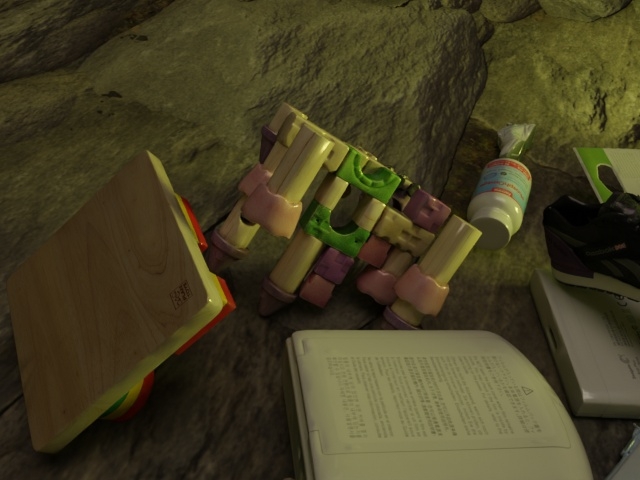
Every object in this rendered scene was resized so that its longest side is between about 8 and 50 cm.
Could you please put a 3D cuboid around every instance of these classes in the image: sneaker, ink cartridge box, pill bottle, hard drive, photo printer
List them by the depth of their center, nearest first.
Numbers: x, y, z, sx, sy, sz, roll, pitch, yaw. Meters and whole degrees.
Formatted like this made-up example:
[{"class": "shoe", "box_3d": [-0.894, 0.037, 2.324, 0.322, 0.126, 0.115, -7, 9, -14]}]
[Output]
[{"class": "photo printer", "box_3d": [0.121, 0.204, 0.724, 0.308, 0.107, 0.256, 1, 32, -11]}, {"class": "sneaker", "box_3d": [0.403, 0.004, 0.838, 0.107, 0.124, 0.283, -39, 27, -30]}, {"class": "hard drive", "box_3d": [0.490, 0.140, 0.918, 0.353, 0.047, 0.233, 3, 42, -4]}, {"class": "pill bottle", "box_3d": [0.285, -0.057, 1.073, 0.087, 0.087, 0.160, 19, 43, 12]}, {"class": "ink cartridge box", "box_3d": [0.556, -0.064, 1.116, 0.255, 0.097, 0.188, 3, 42, -3]}, {"class": "sneaker", "box_3d": [0.355, -0.180, 1.252, 0.061, 0.053, 0.152, 18, 36, 24]}]

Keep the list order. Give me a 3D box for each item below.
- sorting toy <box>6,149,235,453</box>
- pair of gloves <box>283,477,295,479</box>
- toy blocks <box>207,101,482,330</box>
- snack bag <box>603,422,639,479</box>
[{"class": "sorting toy", "box_3d": [-0.229, 0.071, 0.774, 0.255, 0.089, 0.257, -41, 51, 11]}, {"class": "pair of gloves", "box_3d": [0.037, 0.344, 0.629, 0.240, 0.042, 0.204, 20, 43, 12]}, {"class": "toy blocks", "box_3d": [0.000, 0.000, 0.905, 0.289, 0.260, 0.309, 28, 12, -20]}, {"class": "snack bag", "box_3d": [0.395, 0.371, 0.648, 0.323, 0.037, 0.342, -31, 48, -32]}]
